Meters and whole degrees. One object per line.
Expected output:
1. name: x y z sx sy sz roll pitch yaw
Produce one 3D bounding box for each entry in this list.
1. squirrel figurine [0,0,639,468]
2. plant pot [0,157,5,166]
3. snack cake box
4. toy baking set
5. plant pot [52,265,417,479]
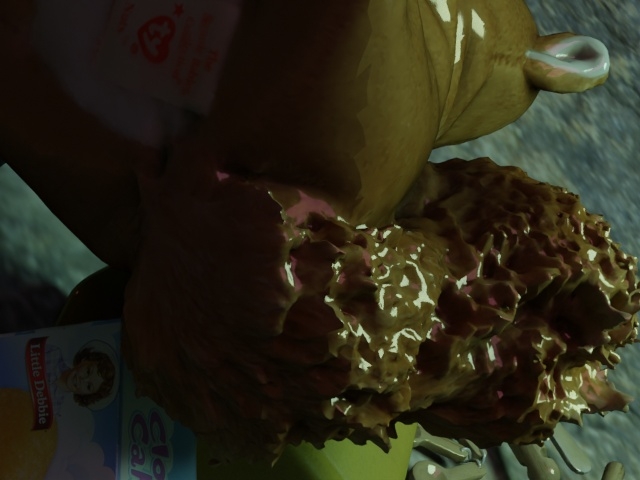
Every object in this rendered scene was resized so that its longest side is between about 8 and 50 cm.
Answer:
1. squirrel figurine: 0.017 -0.061 1.006 0.370 0.281 0.397 1 70 -62
2. plant pot: -0.287 -0.209 1.112 0.334 0.341 0.341 46 36 -17
3. snack cake box: -0.151 0.184 0.957 0.089 0.152 0.264 33 52 -60
4. toy baking set: 0.160 0.168 1.439 0.197 0.030 0.256 38 34 4
5. plant pot: -0.055 0.116 1.158 0.187 0.212 0.212 51 31 -23
